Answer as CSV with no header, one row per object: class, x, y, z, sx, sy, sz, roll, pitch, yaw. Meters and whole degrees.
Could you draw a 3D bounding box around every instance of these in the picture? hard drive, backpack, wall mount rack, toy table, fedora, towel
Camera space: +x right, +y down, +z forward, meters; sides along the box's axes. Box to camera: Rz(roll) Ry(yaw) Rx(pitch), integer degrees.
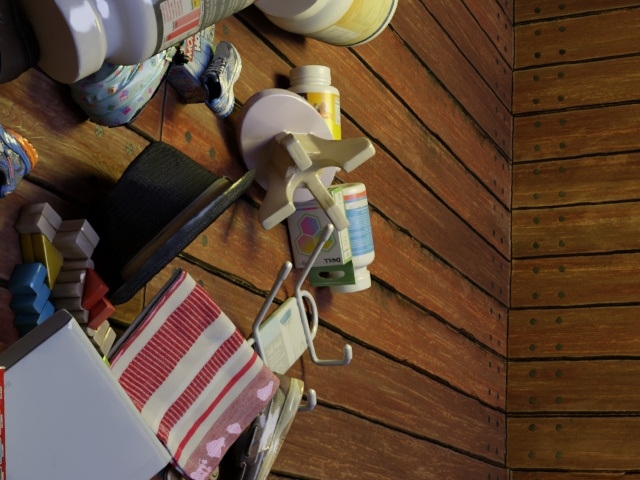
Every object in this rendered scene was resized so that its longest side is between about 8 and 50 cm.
hard drive,-0.351,0.263,1.603,0.203,0.040,0.307,-39,130,-17
backpack,-0.307,-0.261,1.798,0.115,0.152,0.182,53,52,-40
wall mount rack,-0.042,0.148,2.284,0.350,0.131,0.304,-44,125,-59
toy table,-0.038,-0.141,2.218,0.274,0.252,0.161,40,9,-43
fedora,-0.250,-0.049,1.789,0.152,0.334,0.334,46,34,-4
towel,-0.208,0.229,1.907,0.237,0.037,0.329,-52,134,-20

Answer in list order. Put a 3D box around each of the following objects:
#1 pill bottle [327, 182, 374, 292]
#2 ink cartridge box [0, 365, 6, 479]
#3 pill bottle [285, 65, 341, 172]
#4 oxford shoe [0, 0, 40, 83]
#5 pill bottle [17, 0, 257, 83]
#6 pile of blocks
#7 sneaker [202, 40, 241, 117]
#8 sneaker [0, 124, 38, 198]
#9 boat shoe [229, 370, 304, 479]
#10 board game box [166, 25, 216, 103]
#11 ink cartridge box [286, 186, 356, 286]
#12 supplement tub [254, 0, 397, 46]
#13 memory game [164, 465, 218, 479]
pill bottle,0.049,-0.005,2.503,0.124,0.124,0.221,-25,108,-63
ink cartridge box,-0.489,0.303,1.323,0.272,0.130,0.309,3,84,-63
pill bottle,-0.018,-0.243,2.407,0.117,0.117,0.214,6,81,-64
oxford shoe,-0.452,-0.309,1.551,0.096,0.083,0.227,-52,130,-43
pill bottle,-0.249,-0.375,1.677,0.363,0.210,0.210,-36,122,-30
pile of blocks,-0.351,0.126,1.659,0.149,0.113,0.362,-31,114,-62
sneaker,-0.173,-0.283,2.028,0.058,0.052,0.135,22,67,-58
sneaker,-0.452,-0.130,1.528,0.221,0.083,0.087,46,54,-49
boat shoe,-0.121,0.370,2.130,0.103,0.092,0.285,123,-8,-76
board game box,-0.245,-0.357,2.015,0.194,0.060,0.194,28,61,-61
ink cartridge box,0.000,0.000,2.413,0.062,0.109,0.209,-34,117,-66
supplement tub,0.002,-0.518,2.363,0.316,0.228,0.228,-1,87,-65
memory game,-0.217,0.435,2.010,0.186,0.012,0.186,-4,90,-65
